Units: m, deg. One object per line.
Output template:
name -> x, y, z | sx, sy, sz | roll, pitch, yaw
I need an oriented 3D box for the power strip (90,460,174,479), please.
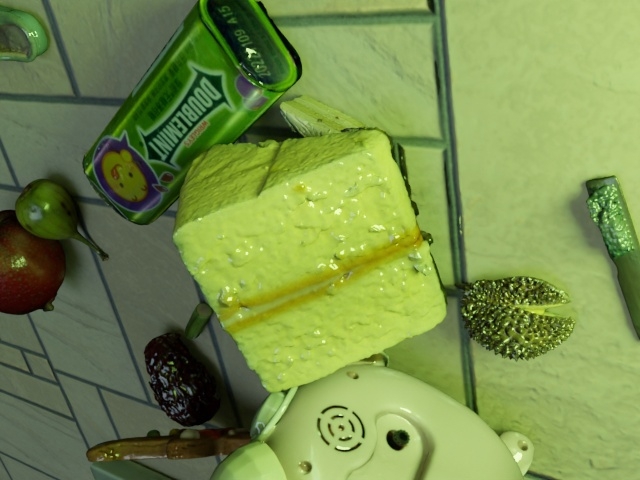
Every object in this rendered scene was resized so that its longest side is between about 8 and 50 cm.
power strip -> -0.372, 0.534, 1.529 | 0.338, 0.058, 0.098 | 11, 127, 31

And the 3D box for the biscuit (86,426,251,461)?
biscuit -> -0.203, 0.334, 1.187 | 0.323, 0.205, 0.049 | -6, 76, 20

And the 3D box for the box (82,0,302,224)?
box -> -0.169, -0.146, 0.866 | 0.134, 0.097, 0.345 | 50, 135, -7

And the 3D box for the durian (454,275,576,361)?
durian -> 0.199, 0.084, 0.782 | 0.140, 0.071, 0.111 | 21, 130, 30

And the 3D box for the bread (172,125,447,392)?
bread -> 0.000, 0.000, 0.806 | 0.236, 0.198, 0.263 | -20, 124, 7

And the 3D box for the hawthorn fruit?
hawthorn fruit -> -0.518, 0.049, 1.223 | 0.169, 0.169, 0.188 | 6, 135, 33

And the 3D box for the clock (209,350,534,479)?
clock -> 0.058, 0.284, 0.845 | 0.325, 0.342, 0.184 | 30, 128, 5

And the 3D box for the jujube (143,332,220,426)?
jujube -> -0.237, 0.235, 1.192 | 0.104, 0.104, 0.166 | -34, 90, 45

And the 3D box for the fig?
fig -> -0.424, -0.018, 1.153 | 0.093, 0.093, 0.166 | -3, 119, 38

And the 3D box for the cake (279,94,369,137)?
cake -> 0.013, -0.121, 0.785 | 0.121, 0.052, 0.065 | 47, 141, 0

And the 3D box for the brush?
brush -> 0.298, 0.027, 0.695 | 0.034, 0.027, 0.190 | -9, 115, 42

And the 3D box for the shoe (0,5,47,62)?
shoe -> -0.473, -0.286, 1.006 | 0.195, 0.078, 0.079 | 13, 128, 25

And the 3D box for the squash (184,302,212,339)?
squash -> -0.196, 0.131, 1.134 | 0.027, 0.027, 0.083 | 40, 135, 6
